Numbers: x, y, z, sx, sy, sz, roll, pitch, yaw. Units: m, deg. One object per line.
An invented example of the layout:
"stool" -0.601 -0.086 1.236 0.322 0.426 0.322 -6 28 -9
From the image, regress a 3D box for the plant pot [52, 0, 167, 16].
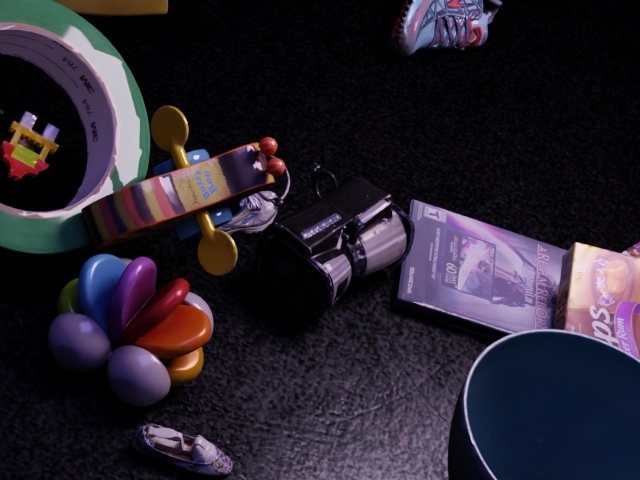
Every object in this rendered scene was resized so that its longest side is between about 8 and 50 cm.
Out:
"plant pot" -0.341 -0.441 2.060 0.187 0.212 0.212 -18 55 -20

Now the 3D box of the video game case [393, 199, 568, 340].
"video game case" 0.237 0.056 1.926 0.274 0.026 0.196 17 43 -5

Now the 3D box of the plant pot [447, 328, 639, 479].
"plant pot" 0.257 0.269 1.591 0.290 0.195 0.290 13 44 -12

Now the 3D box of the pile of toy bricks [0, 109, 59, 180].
"pile of toy bricks" -0.439 -0.128 1.778 0.212 0.118 0.105 29 69 -17

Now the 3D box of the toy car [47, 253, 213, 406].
"toy car" -0.205 0.081 1.623 0.182 0.136 0.159 29 43 6

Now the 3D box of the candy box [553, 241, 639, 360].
"candy box" 0.356 0.105 1.853 0.109 0.053 0.187 14 64 -5

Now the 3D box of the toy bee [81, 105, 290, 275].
"toy bee" -0.127 -0.079 1.708 0.195 0.162 0.298 51 53 -10

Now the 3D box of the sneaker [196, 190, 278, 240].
"sneaker" -0.100 -0.039 1.850 0.135 0.058 0.052 -26 61 -41

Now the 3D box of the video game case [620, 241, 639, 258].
"video game case" 0.492 0.099 1.964 0.210 0.042 0.232 -26 67 -41

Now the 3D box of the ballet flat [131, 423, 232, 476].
"ballet flat" -0.147 0.225 1.575 0.114 0.041 0.041 17 42 -7

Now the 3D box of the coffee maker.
"coffee maker" 0.000 0.000 1.830 0.171 0.120 0.178 22 35 35

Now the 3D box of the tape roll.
"tape roll" -0.357 -0.131 1.707 0.321 0.077 0.321 12 68 -32

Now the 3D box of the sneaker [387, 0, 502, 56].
"sneaker" 0.204 -0.348 2.264 0.125 0.104 0.262 35 44 10
